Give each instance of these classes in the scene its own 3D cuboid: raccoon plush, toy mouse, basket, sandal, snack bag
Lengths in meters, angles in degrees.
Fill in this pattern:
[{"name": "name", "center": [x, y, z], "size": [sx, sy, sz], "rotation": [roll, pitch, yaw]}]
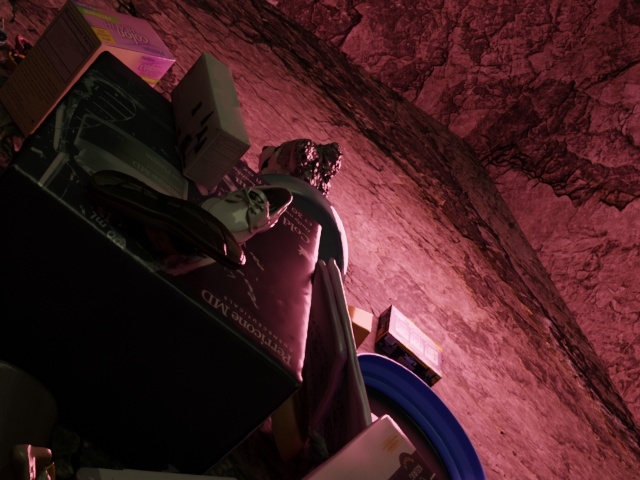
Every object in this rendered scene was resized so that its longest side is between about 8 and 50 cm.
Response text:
[{"name": "raccoon plush", "center": [0.000, 0.000, 2.013], "size": [0.446, 0.299, 0.216], "rotation": [47, 22, 2]}, {"name": "toy mouse", "center": [-0.607, -0.379, 1.940], "size": [0.143, 0.031, 0.161], "rotation": [55, 24, 21]}, {"name": "basket", "center": [-0.394, 0.260, 1.078], "size": [0.204, 0.154, 0.227], "rotation": [31, 30, -29]}, {"name": "sandal", "center": [-0.199, -0.017, 1.262], "size": [0.219, 0.060, 0.090], "rotation": [25, 24, -13]}, {"name": "snack bag", "center": [0.020, 0.252, 1.641], "size": [0.037, 0.323, 0.342], "rotation": [-5, 59, -13]}]

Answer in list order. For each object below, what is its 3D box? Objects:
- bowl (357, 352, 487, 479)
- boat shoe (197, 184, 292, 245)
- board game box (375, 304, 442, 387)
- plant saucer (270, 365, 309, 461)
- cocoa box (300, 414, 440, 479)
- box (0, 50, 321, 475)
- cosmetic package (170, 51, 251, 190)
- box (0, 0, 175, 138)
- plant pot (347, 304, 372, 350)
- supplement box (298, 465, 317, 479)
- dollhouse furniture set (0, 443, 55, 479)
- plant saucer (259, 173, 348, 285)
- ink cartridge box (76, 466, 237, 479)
[{"name": "bowl", "center": [0.166, 0.397, 1.925], "size": [0.391, 0.077, 0.391], "rotation": [38, 23, -19]}, {"name": "boat shoe", "center": [-0.112, -0.046, 1.419], "size": [0.083, 0.076, 0.226], "rotation": [48, 23, 3]}, {"name": "board game box", "center": [0.207, 0.245, 2.294], "size": [0.170, 0.048, 0.141], "rotation": [42, 20, -10]}, {"name": "plant saucer", "center": [-0.051, 0.247, 1.657], "size": [0.241, 0.037, 0.240], "rotation": [-6, 90, -84]}, {"name": "cocoa box", "center": [0.013, 0.390, 1.108], "size": [0.228, 0.231, 0.347], "rotation": [51, 22, 9]}, {"name": "box", "center": [-0.275, 0.031, 1.493], "size": [0.480, 0.297, 0.471], "rotation": [39, 25, -16]}, {"name": "cosmetic package", "center": [-0.174, -0.189, 1.525], "size": [0.060, 0.099, 0.239], "rotation": [32, 24, -33]}, {"name": "box", "center": [-0.434, -0.305, 1.840], "size": [0.117, 0.243, 0.213], "rotation": [54, 24, 17]}, {"name": "plant pot", "center": [0.052, 0.184, 2.090], "size": [0.083, 0.081, 0.081], "rotation": [30, 25, -7]}, {"name": "supplement box", "center": [0.027, 0.470, 1.506], "size": [0.220, 0.111, 0.114], "rotation": [43, 22, -10]}, {"name": "dollhouse furniture set", "center": [-0.281, 0.356, 0.900], "size": [0.151, 0.301, 0.197], "rotation": [27, 26, -33]}, {"name": "plant saucer", "center": [-0.075, 0.032, 1.863], "size": [0.318, 0.317, 0.044], "rotation": [34, -15, -27]}, {"name": "ink cartridge box", "center": [-0.180, 0.436, 1.170], "size": [0.272, 0.130, 0.309], "rotation": [22, 32, -47]}]
